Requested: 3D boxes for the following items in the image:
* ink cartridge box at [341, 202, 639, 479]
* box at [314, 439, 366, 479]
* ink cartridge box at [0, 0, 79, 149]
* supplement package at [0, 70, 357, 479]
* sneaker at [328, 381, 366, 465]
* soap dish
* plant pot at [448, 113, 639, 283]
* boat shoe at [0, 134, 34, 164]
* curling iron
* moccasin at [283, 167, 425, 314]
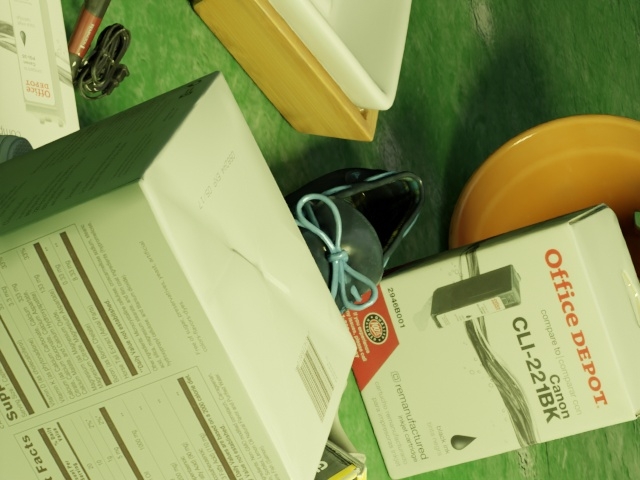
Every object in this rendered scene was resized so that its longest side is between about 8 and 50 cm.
[{"bbox_3d":[0.173,0.099,1.760,0.114,0.273,0.197,-22,93,-61],"label":"ink cartridge box"},{"bbox_3d":[-0.111,0.291,1.127,0.322,0.079,0.257,-27,134,-34],"label":"box"},{"bbox_3d":[-0.281,-0.138,1.278,0.207,0.117,0.283,9,67,-57],"label":"ink cartridge box"},{"bbox_3d":[-0.148,0.063,1.034,0.198,0.262,0.199,64,17,-15],"label":"supplement package"},{"bbox_3d":[-0.013,0.229,1.526,0.099,0.121,0.262,13,63,-56],"label":"sneaker"},{"bbox_3d":[-0.013,-0.265,1.808,0.229,0.118,0.291,48,37,-35],"label":"soap dish"},{"bbox_3d":[0.308,0.033,2.055,0.203,0.291,0.291,59,27,-53],"label":"plant pot"},{"bbox_3d":[-0.199,0.035,1.191,0.083,0.076,0.226,-58,140,-61],"label":"boat shoe"},{"bbox_3d":[-0.160,-0.248,1.523,0.068,0.035,0.274,24,81,-67],"label":"curling iron"},{"bbox_3d":[0.000,0.000,1.680,0.138,0.117,0.342,62,30,-17],"label":"moccasin"}]
